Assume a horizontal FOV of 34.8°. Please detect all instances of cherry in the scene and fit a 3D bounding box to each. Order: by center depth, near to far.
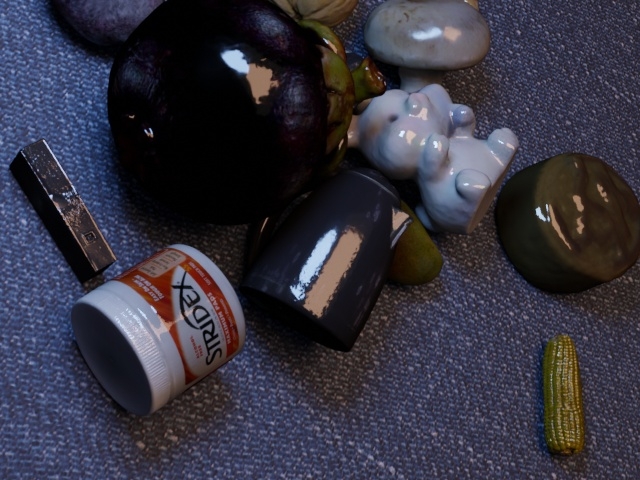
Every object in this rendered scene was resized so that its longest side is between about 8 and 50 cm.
[{"bbox_3d":[-0.346,-0.412,1.672,0.195,0.195,0.195,10,69,-27],"label":"cherry"}]

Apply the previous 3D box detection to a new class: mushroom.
[{"bbox_3d":[0.200,-0.357,1.965,0.243,0.243,0.244,10,69,-27],"label":"mushroom"}]

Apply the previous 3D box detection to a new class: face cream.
[{"bbox_3d":[-0.239,0.130,1.527,0.187,0.201,0.201,-33,91,-34],"label":"face cream"}]

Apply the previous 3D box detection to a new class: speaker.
[{"bbox_3d":[-0.397,-0.043,1.570,0.044,0.082,0.218,-32,92,-34],"label":"speaker"}]

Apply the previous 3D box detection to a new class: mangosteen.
[{"bbox_3d":[-0.119,-0.223,1.610,0.435,0.382,0.382,-29,89,-32],"label":"mangosteen"}]

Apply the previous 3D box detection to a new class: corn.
[{"bbox_3d":[0.461,0.297,1.950,0.080,0.080,0.231,14,62,-25],"label":"corn"}]

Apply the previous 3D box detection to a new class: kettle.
[{"bbox_3d":[0.000,0.000,1.688,0.290,0.268,0.207,-61,148,-13],"label":"kettle"}]

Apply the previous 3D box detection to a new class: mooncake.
[{"bbox_3d":[0.506,-0.038,2.042,0.284,0.155,0.285,11,66,-27],"label":"mooncake"}]

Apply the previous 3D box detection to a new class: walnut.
[{"bbox_3d":[-0.013,-0.487,1.874,0.213,0.213,0.213,10,69,-27],"label":"walnut"}]

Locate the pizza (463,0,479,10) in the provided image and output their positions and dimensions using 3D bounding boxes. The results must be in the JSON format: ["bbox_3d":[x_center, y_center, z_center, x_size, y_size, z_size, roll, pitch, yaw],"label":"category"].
[{"bbox_3d":[0.249,-0.547,2.126,0.226,0.069,0.147,44,36,-14],"label":"pizza"}]

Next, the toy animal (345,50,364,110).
[{"bbox_3d":[-0.005,-0.310,1.839,0.121,0.225,0.094,-39,137,-36],"label":"toy animal"}]

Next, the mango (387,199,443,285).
[{"bbox_3d":[0.112,-0.014,1.826,0.267,0.111,0.133,34,82,-13],"label":"mango"}]

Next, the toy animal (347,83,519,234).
[{"bbox_3d":[0.161,-0.163,1.869,0.367,0.241,0.196,36,50,2],"label":"toy animal"}]
